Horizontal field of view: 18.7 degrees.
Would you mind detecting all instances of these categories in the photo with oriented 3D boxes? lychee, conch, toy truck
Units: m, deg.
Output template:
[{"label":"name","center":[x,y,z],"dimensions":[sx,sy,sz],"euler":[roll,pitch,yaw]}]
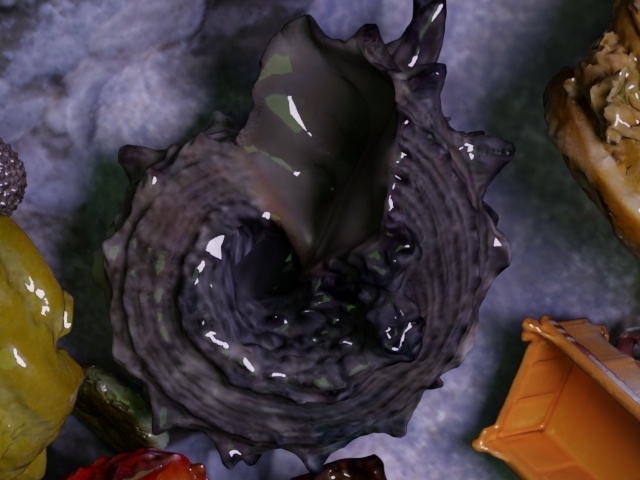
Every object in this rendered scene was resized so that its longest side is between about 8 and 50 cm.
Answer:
[{"label":"lychee","center":[-0.221,-0.034,1.192],"dimensions":[0.083,0.068,0.067],"euler":[-1,142,1]},{"label":"conch","center":[-0.011,-0.003,1.144],"dimensions":[0.240,0.186,0.313],"euler":[36,121,5]},{"label":"toy truck","center":[0.218,0.153,1.115],"dimensions":[0.135,0.270,0.114],"euler":[-7,127,-39]}]

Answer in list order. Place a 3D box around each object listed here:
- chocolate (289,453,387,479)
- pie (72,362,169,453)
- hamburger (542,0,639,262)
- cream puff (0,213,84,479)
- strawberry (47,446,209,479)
[{"label":"chocolate","center":[0.015,0.221,1.166],"dimensions":[0.224,0.206,0.177],"euler":[-6,90,10]},{"label":"pie","center":[-0.128,0.108,1.209],"dimensions":[0.084,0.084,0.020],"euler":[43,65,-5]},{"label":"hamburger","center":[0.241,-0.075,1.082],"dimensions":[0.211,0.260,0.245],"euler":[-43,139,20]},{"label":"cream puff","center":[-0.234,0.086,1.159],"dimensions":[0.221,0.195,0.194],"euler":[-2,102,24]},{"label":"strawberry","center":[-0.163,0.201,1.197],"dimensions":[0.174,0.098,0.228],"euler":[12,115,-16]}]
